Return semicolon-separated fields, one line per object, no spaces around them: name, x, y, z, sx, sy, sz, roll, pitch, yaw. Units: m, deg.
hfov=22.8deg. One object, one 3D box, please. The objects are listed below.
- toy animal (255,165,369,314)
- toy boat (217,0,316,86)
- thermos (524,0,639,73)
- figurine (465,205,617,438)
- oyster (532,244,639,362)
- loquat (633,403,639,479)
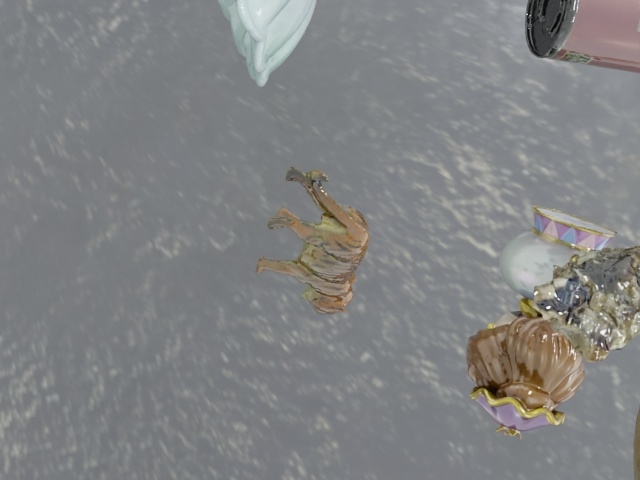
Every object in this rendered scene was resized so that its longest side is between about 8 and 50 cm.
toy animal;0.000;0.000;1.463;0.099;0.241;0.056;23;63;1
toy boat;-0.067;-0.253;1.362;0.100;0.290;0.199;-23;122;-7
thermos;0.396;-0.241;1.738;0.330;0.109;0.136;7;58;-16
figurine;0.252;0.099;1.830;0.142;0.189;0.263;18;98;-1
oyster;0.266;0.044;1.466;0.103;0.051;0.148;41;48;6
loquat;0.256;0.087;0.765;0.227;0.179;0.179;-38;110;-23
